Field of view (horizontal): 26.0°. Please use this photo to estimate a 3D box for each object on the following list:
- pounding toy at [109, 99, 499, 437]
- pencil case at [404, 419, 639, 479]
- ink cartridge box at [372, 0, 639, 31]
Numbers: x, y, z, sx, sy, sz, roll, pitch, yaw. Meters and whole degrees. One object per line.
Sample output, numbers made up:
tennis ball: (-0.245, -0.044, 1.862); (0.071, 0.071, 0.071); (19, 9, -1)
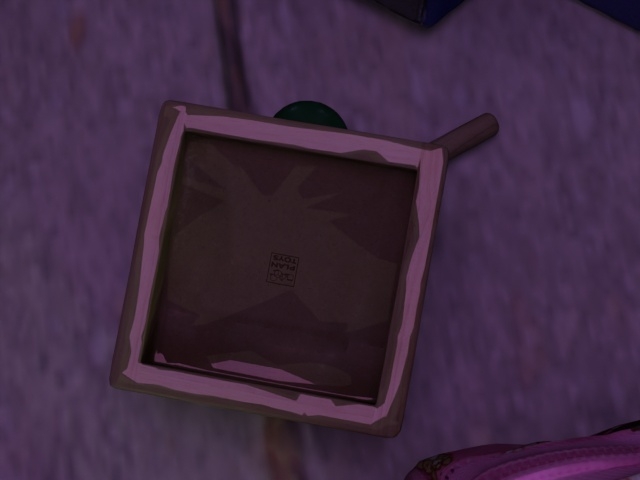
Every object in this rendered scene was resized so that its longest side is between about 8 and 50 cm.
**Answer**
pounding toy: (0.000, 0.000, 0.560); (0.130, 0.100, 0.141); (10, 86, 4)
pencil case: (0.222, 0.093, 0.490); (0.386, 0.160, 0.167); (-21, 76, -4)
ink cartridge box: (0.009, -0.203, 0.494); (0.307, 0.303, 0.072); (31, 68, 9)
